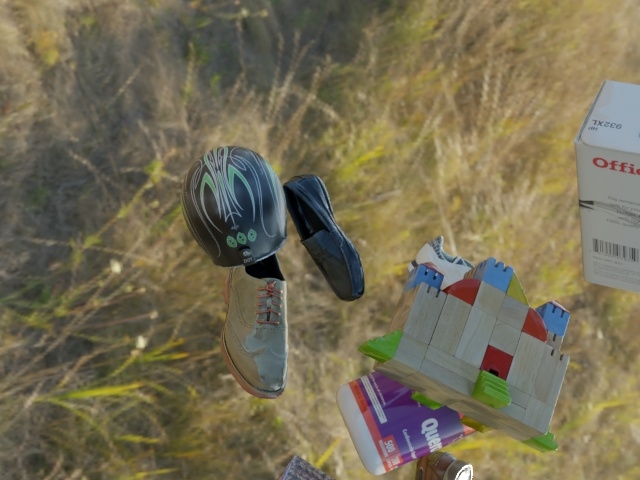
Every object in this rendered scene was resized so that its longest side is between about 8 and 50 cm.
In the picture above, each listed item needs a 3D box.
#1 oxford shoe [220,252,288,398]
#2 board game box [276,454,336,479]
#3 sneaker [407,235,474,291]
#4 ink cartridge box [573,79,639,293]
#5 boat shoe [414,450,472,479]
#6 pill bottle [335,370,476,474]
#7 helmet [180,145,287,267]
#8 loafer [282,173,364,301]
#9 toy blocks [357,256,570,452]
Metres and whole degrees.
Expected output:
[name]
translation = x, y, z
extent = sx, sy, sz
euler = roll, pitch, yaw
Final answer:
[oxford shoe]
translation = -0.118, 0.137, 1.928
extent = 0.123, 0.130, 0.348
euler = 7, 41, -22
[board game box]
translation = -0.085, 0.583, 1.871
extent = 0.141, 0.291, 0.232
euler = 33, 31, -2
[sneaker]
translation = 0.279, 0.097, 1.988
extent = 0.235, 0.095, 0.090
euler = 42, 10, -5
[ink cartridge box]
translation = 0.482, -0.056, 1.415
extent = 0.129, 0.223, 0.307
euler = -60, 149, -29
[boat shoe]
translation = 0.226, 0.566, 2.081
extent = 0.111, 0.104, 0.307
euler = -5, 110, -52
[pill bottle]
translation = 0.203, 0.300, 1.930
extent = 0.181, 0.323, 0.181
euler = 157, -90, -88
[helmet]
translation = -0.129, -0.057, 1.523
extent = 0.169, 0.169, 0.161
euler = -53, 130, -58
[loafer]
translation = 0.000, 0.000, 1.656
extent = 0.078, 0.076, 0.223
euler = -20, 85, -48
[toy blocks]
translation = 0.272, 0.155, 1.733
extent = 0.381, 0.191, 0.261
euler = 27, 66, -8
